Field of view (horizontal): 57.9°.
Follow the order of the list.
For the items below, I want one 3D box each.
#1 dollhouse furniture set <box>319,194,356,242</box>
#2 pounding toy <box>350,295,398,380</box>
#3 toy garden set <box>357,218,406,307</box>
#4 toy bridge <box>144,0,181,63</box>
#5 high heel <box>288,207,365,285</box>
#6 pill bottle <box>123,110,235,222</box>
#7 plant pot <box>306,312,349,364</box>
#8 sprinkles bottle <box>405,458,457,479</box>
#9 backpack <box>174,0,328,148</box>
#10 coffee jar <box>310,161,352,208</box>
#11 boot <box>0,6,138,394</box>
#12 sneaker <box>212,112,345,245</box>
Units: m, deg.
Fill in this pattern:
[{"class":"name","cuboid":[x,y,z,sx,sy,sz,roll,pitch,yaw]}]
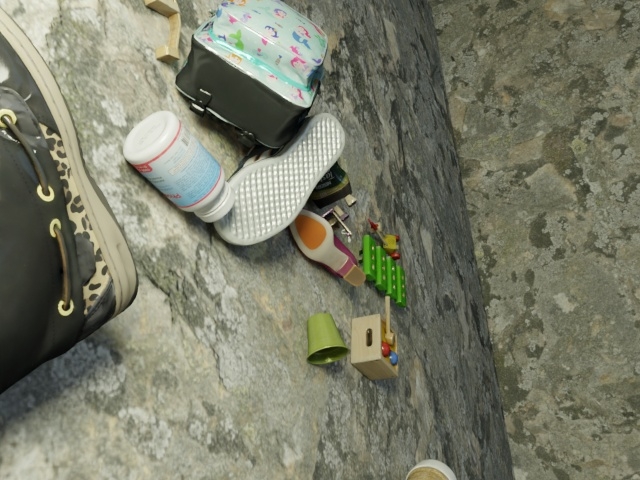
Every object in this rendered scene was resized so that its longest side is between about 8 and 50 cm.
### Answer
[{"class":"dollhouse furniture set","cuboid":[0.058,-0.030,1.267,0.081,0.091,0.114,51,-5,14]},{"class":"pounding toy","cuboid":[0.134,0.224,1.317,0.130,0.100,0.141,49,35,-46]},{"class":"toy garden set","cuboid":[0.157,0.046,1.537,0.244,0.049,0.204,41,43,-50]},{"class":"toy bridge","cuboid":[-0.249,-0.371,0.911,0.063,0.026,0.188,-3,80,-68]},{"class":"high heel","cuboid":[0.000,0.000,1.223,0.244,0.082,0.117,38,3,-31]},{"class":"pill bottle","cuboid":[-0.190,-0.097,0.811,0.160,0.087,0.087,50,35,-44]},{"class":"plant pot","cuboid":[0.006,0.183,1.105,0.083,0.083,0.079,39,31,-53]},{"class":"sprinkles bottle","cuboid":[0.200,0.589,1.236,0.355,0.121,0.121,-3,80,-65]},{"class":"backpack","cuboid":[-0.099,-0.300,0.974,0.225,0.191,0.254,30,29,-9]},{"class":"coffee jar","cuboid":[-0.006,-0.160,1.230,0.184,0.096,0.079,60,9,-30]},{"class":"boot","cuboid":[-0.318,-0.024,0.448,0.284,0.138,0.378,-62,137,-57]},{"class":"sneaker","cuboid":[-0.087,-0.102,1.016,0.321,0.127,0.126,-47,116,-34]}]
